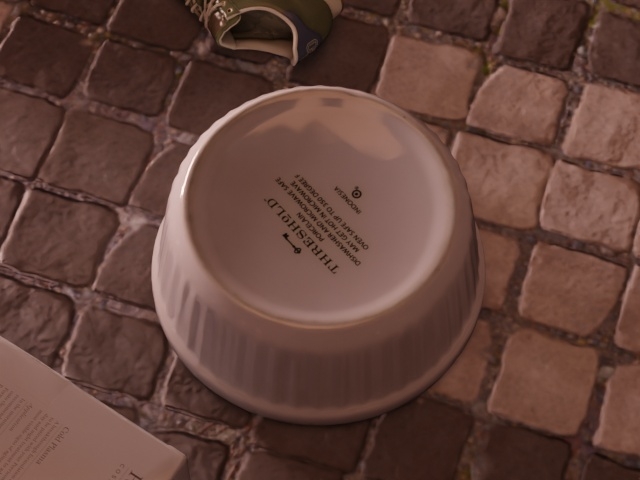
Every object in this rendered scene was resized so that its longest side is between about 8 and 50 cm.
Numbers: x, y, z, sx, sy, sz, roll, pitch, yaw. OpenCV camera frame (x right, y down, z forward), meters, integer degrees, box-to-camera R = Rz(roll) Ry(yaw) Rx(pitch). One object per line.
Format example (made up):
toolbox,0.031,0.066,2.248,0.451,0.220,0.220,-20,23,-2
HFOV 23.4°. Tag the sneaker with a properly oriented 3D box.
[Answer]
sneaker,-0.082,-0.213,1.363,0.192,0.064,0.086,21,59,6

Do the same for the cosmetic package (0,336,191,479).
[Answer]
cosmetic package,-0.314,0.243,1.105,0.284,0.097,0.377,30,66,16

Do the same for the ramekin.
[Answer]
ramekin,0.000,0.000,1.219,0.273,0.127,0.272,1,62,-1
